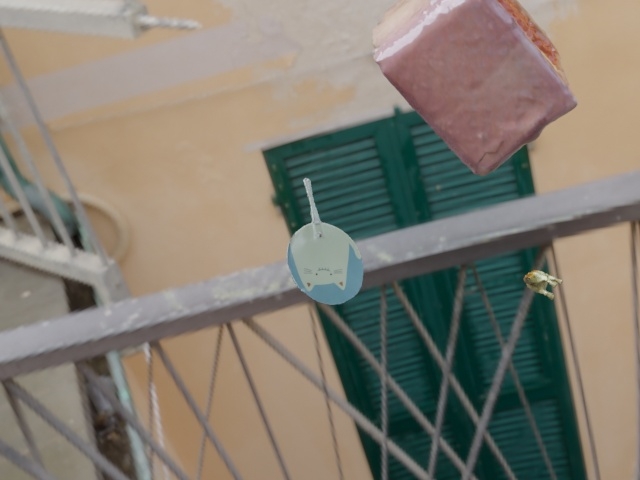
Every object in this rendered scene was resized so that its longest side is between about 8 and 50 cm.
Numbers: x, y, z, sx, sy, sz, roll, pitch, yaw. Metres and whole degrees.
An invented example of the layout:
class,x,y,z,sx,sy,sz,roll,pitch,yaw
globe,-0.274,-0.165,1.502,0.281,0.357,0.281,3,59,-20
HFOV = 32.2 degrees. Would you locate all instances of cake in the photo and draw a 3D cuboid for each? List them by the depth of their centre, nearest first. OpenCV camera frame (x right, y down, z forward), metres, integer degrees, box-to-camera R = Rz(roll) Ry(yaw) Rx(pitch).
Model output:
class,x,y,z,sx,sy,sz,roll,pitch,yaw
cake,0.256,-0.309,1.879,0.230,0.309,0.237,-36,26,19

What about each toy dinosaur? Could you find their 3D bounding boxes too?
class,x,y,z,sx,sy,sz,roll,pitch,yaw
toy dinosaur,0.254,0.050,1.278,0.041,0.026,0.113,31,10,13

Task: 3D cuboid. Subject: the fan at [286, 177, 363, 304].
class,x,y,z,sx,sy,sz,roll,pitch,yaw
fan,0.000,0.000,1.431,0.113,0.175,0.005,-2,-20,-32
